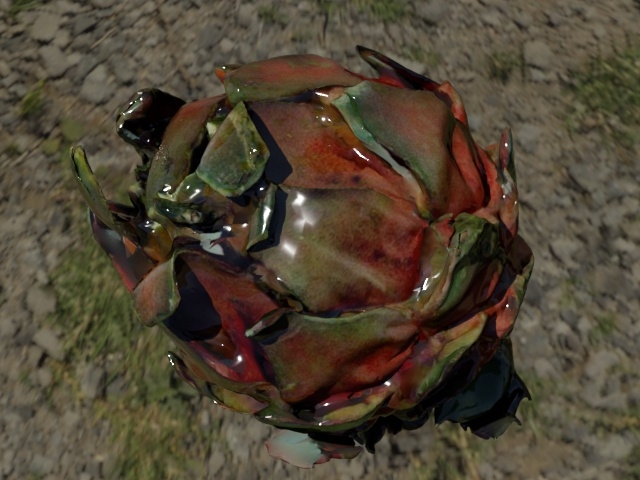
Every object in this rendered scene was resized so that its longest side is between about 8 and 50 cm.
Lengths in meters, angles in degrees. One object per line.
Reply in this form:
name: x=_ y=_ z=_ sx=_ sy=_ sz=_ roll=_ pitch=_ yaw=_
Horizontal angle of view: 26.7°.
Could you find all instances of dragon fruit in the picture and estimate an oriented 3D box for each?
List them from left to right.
dragon fruit: x=0.004 y=0.003 z=0.579 sx=0.182 sy=0.182 sz=0.188 roll=-17 pitch=148 yaw=6
